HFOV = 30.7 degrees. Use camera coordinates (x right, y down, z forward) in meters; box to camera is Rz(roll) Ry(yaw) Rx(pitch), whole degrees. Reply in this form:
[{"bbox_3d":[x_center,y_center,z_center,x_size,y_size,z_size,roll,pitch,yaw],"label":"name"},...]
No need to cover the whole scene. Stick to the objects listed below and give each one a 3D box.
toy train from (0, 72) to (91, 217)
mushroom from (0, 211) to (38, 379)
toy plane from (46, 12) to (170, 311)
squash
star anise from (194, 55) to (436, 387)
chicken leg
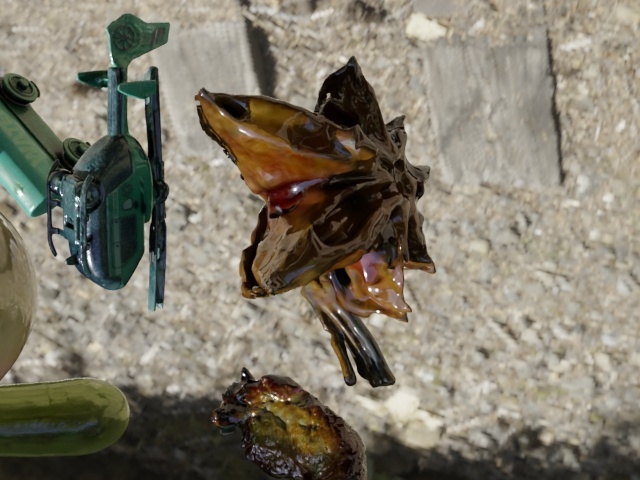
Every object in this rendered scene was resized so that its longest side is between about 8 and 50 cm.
[{"bbox_3d":[-0.432,-0.138,1.666,0.248,0.159,0.101,47,119,3],"label":"toy train"},{"bbox_3d":[-0.422,0.048,0.955,0.353,0.353,0.325,32,138,-7],"label":"mushroom"},{"bbox_3d":[-0.153,-0.053,0.884,0.060,0.096,0.235,22,114,49],"label":"toy plane"},{"bbox_3d":[-0.314,0.179,1.193,0.250,0.083,0.083,6,146,-30],"label":"squash"},{"bbox_3d":[0.010,0.003,0.953,0.148,0.237,0.346,5,140,27],"label":"star anise"},{"bbox_3d":[-0.006,0.208,1.036,0.106,0.253,0.051,-40,147,5],"label":"chicken leg"}]
